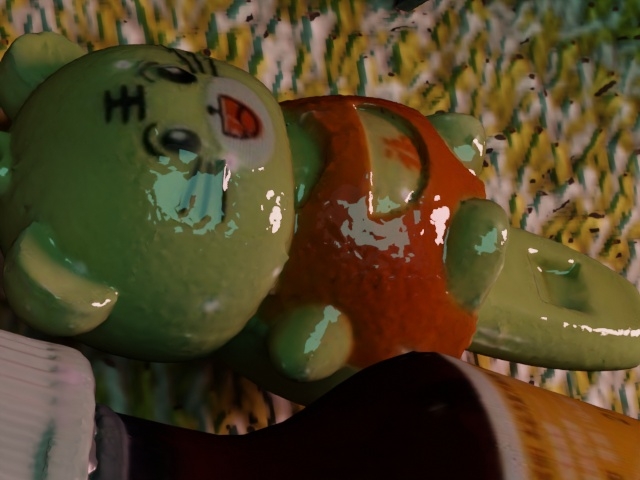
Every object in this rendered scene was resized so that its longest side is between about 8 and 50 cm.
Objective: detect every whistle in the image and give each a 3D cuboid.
[{"bbox_3d":[0.000,0.000,0.704,0.288,0.106,0.131,13,43,-24],"label":"whistle"}]

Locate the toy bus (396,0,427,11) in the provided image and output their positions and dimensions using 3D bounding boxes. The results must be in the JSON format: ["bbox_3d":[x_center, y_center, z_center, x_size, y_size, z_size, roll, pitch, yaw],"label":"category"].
[{"bbox_3d":[0.005,-0.190,0.780,0.185,0.090,0.106,38,59,-20],"label":"toy bus"}]

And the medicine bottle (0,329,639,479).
[{"bbox_3d":[-0.023,0.146,0.592,0.395,0.242,0.242,14,69,-15],"label":"medicine bottle"}]
